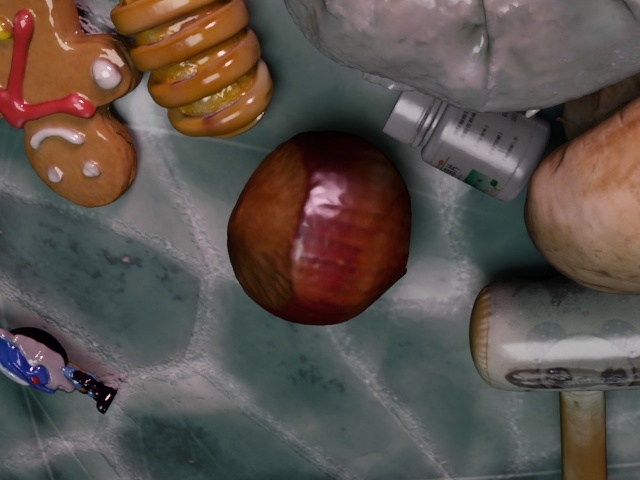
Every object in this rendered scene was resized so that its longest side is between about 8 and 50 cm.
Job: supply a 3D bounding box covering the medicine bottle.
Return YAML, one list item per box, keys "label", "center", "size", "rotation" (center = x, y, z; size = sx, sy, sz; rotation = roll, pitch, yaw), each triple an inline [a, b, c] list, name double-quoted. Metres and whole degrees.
- label: "medicine bottle"
  center: [0.125, -0.095, 0.709]
  size: [0.130, 0.080, 0.080]
  rotation: [26, 123, 0]

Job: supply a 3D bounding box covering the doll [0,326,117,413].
- label: "doll"
  center: [-0.342, 0.151, 1.005]
  size: [0.195, 0.070, 0.096]
  rotation: [31, 154, -7]

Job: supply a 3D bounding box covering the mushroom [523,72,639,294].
- label: "mushroom"
  center: [0.279, -0.054, 0.617]
  size: [0.254, 0.184, 0.255]
  rotation: [-14, 148, -9]

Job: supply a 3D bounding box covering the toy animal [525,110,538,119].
- label: "toy animal"
  center: [0.208, -0.165, 0.648]
  size: [0.124, 0.085, 0.071]
  rotation: [-27, 108, 42]

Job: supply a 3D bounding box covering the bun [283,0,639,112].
- label: "bun"
  center: [0.109, -0.250, 0.518]
  size: [0.354, 0.194, 0.355]
  rotation: [7, 105, 26]

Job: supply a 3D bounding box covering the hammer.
- label: "hammer"
  center: [0.264, 0.166, 0.814]
  size: [0.201, 0.113, 0.306]
  rotation: [-2, 124, 21]

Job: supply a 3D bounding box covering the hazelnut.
- label: "hazelnut"
  center: [-0.006, -0.005, 0.772]
  size: [0.170, 0.160, 0.201]
  rotation: [53, 158, -2]

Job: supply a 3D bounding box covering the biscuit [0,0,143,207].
- label: "biscuit"
  center: [-0.279, -0.173, 0.787]
  size: [0.216, 0.047, 0.340]
  rotation: [1, 125, 21]

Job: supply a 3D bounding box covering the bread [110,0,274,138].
- label: "bread"
  center: [-0.113, -0.171, 0.737]
  size: [0.119, 0.084, 0.177]
  rotation: [-12, 119, 23]
